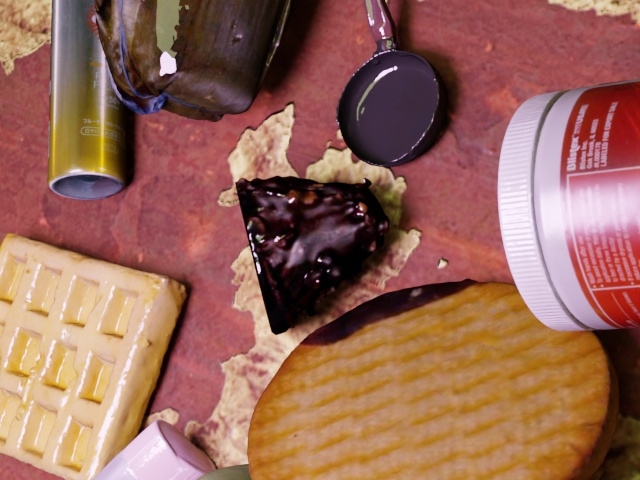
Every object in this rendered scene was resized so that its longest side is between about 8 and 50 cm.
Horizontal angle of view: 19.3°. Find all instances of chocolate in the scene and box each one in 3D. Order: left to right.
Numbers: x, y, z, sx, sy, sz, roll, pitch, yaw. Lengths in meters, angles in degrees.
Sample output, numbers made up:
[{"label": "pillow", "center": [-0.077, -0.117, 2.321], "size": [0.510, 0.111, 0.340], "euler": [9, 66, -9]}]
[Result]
[{"label": "chocolate", "center": [0.000, 0.000, 1.735], "size": [0.133, 0.156, 0.156], "euler": [-14, 64, -1]}]

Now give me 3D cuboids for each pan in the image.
[{"label": "pan", "center": [0.062, -0.170, 1.785], "size": [0.115, 0.040, 0.212], "euler": [-16, 73, 30]}]

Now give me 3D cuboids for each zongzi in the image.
[{"label": "zongzi", "center": [-0.167, -0.332, 1.931], "size": [0.432, 0.208, 0.403], "euler": [17, 94, 54]}]

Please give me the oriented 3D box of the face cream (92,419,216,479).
[{"label": "face cream", "center": [-0.192, 0.260, 1.793], "size": [0.198, 0.084, 0.057], "euler": [-44, 11, 13]}]

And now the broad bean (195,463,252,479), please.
[{"label": "broad bean", "center": [-0.007, 0.251, 1.596], "size": [0.228, 0.169, 0.100], "euler": [11, 116, 13]}]

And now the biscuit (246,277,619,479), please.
[{"label": "biscuit", "center": [0.092, 0.149, 1.567], "size": [0.318, 0.040, 0.318], "euler": [-13, 39, 10]}]

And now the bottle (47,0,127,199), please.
[{"label": "bottle", "center": [-0.243, -0.189, 1.972], "size": [0.082, 0.082, 0.286], "euler": [-14, 67, 30]}]

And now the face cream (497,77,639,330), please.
[{"label": "face cream", "center": [0.267, -0.031, 1.501], "size": [0.187, 0.201, 0.201], "euler": [-6, 71, 33]}]

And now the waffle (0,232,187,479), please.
[{"label": "waffle", "center": [-0.266, 0.119, 1.899], "size": [0.248, 0.055, 0.221], "euler": [13, 82, 36]}]
